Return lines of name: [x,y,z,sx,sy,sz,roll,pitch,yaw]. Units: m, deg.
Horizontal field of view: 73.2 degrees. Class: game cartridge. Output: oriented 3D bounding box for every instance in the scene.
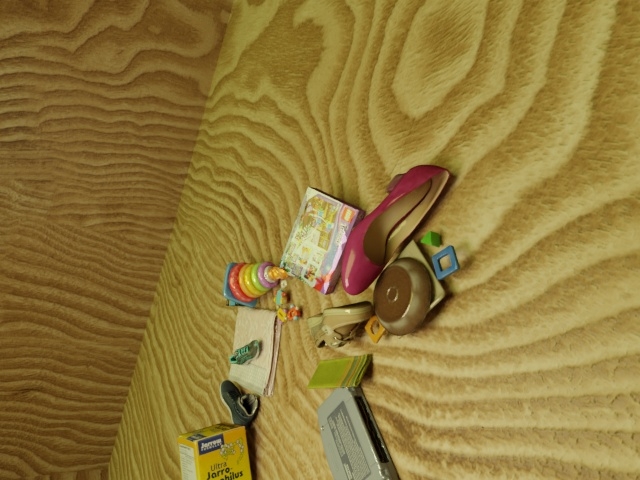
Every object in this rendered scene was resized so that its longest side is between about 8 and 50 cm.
game cartridge: [0.085,0.554,1.167,0.196,0.060,0.294,-53,41,27]

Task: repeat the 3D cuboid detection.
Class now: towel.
towel: [0.048,0.383,1.253,0.237,0.021,0.102,-27,22,50]
towel: [-0.269,0.429,1.724,0.332,0.053,0.317,-5,75,54]

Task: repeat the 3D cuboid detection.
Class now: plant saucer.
plant saucer: [0.190,0.136,1.075,0.198,0.036,0.199,-29,54,51]

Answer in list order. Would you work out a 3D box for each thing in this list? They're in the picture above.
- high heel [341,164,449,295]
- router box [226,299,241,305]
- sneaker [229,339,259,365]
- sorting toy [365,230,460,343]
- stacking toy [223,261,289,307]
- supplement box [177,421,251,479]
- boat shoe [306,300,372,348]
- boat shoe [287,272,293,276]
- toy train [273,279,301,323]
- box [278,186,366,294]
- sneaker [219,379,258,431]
high heel: [0.180,-0.029,1.074,0.181,0.127,0.377,0,63,65]
router box: [-0.373,0.207,1.949,0.133,0.046,0.179,-14,69,54]
sneaker: [-0.292,0.433,1.643,0.166,0.076,0.065,-49,46,34]
sorting toy: [0.227,0.125,1.101,0.348,0.047,0.196,-53,37,32]
stacking toy: [-0.226,0.143,1.682,0.301,0.175,0.166,-20,55,38]
supplement box: [-0.375,0.872,1.557,0.194,0.195,0.357,-23,73,51]
boat shoe: [0.060,0.247,1.230,0.341,0.121,0.110,137,124,-65]
boat shoe: [-0.050,0.005,1.502,0.096,0.088,0.268,37,111,54]
toy train: [-0.115,0.233,1.568,0.125,0.046,0.166,-50,46,33]
box: [0.000,0.000,1.387,0.201,0.057,0.293,29,105,27]
sneaker: [-0.320,0.615,1.691,0.226,0.086,0.163,54,135,35]
